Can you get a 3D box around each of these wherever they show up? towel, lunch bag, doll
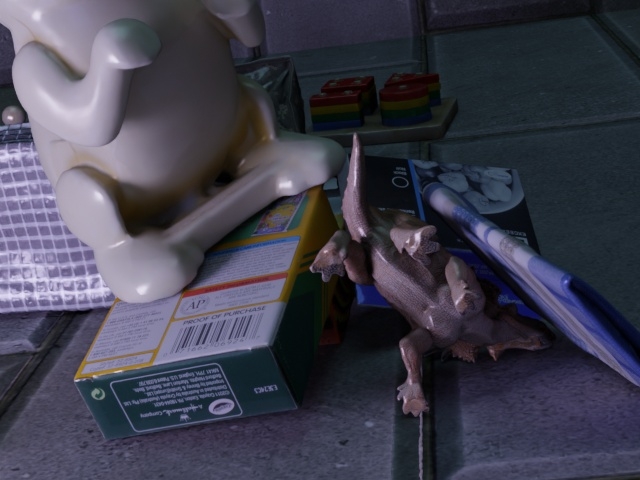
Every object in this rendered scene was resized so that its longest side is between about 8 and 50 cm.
[{"bbox_3d":[0.215,0.046,1.266,0.034,0.209,0.285,-48,27,-1],"label":"towel"},{"bbox_3d":[-0.168,-0.173,2.156,0.287,0.169,0.235,-5,-11,2],"label":"lunch bag"},{"bbox_3d":[-0.318,-0.029,1.714,0.284,0.235,0.121,-5,22,12],"label":"towel"},{"bbox_3d":[-0.474,-0.121,2.186,0.046,0.189,0.129,-8,16,-2],"label":"doll"}]

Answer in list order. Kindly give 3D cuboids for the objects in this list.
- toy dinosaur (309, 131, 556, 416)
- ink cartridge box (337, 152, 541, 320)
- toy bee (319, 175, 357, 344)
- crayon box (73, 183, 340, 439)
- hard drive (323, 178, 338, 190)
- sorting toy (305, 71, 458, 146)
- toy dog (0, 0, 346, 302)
[{"bbox_3d":[0.091,0.031,1.330,0.127,0.295,0.200,-35,8,16],"label":"toy dinosaur"},{"bbox_3d":[0.131,-0.007,1.502,0.206,0.045,0.208,5,44,-12],"label":"ink cartridge box"},{"bbox_3d":[0.000,0.000,1.587,0.195,0.162,0.298,-12,16,-7],"label":"toy bee"},{"bbox_3d":[-0.094,0.054,1.388,0.203,0.083,0.323,-12,31,19],"label":"crayon box"},{"bbox_3d":[0.037,-0.033,1.903,0.203,0.040,0.307,-9,16,-5],"label":"hard drive"},{"bbox_3d":[0.108,-0.247,2.532,0.255,0.089,0.257,-4,16,13],"label":"sorting toy"},{"bbox_3d":[-0.204,-0.210,1.403,0.284,0.408,0.395,-32,30,-17],"label":"toy dog"}]
